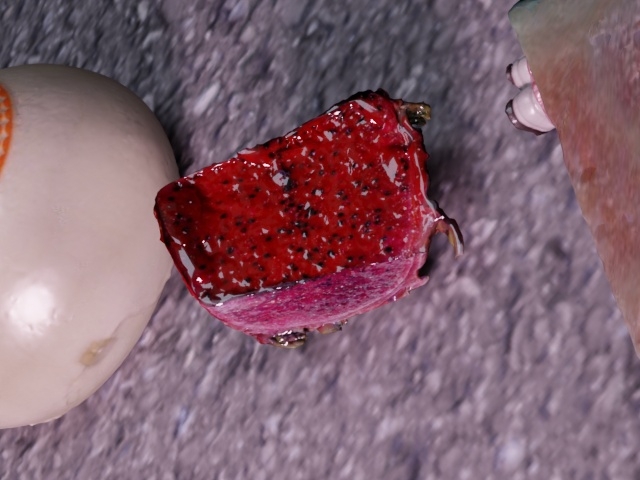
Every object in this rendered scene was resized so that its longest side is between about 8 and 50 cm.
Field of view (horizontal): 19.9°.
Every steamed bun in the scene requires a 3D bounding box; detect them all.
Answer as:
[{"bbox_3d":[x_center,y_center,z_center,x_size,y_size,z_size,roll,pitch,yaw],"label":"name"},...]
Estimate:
[{"bbox_3d":[-0.199,-0.006,1.107,0.232,0.145,0.231,-29,47,37],"label":"steamed bun"}]

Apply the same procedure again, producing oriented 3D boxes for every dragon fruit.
[{"bbox_3d":[0.000,0.000,0.923,0.147,0.096,0.102,-18,59,5],"label":"dragon fruit"}]

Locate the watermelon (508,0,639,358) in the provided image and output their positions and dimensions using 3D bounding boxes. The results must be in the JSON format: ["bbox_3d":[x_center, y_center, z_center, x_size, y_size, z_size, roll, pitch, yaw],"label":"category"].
[{"bbox_3d":[0.197,-0.023,0.638,0.262,0.213,0.201,18,98,59],"label":"watermelon"}]

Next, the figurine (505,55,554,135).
[{"bbox_3d":[0.135,-0.081,0.832,0.129,0.054,0.072,-21,56,44],"label":"figurine"}]
